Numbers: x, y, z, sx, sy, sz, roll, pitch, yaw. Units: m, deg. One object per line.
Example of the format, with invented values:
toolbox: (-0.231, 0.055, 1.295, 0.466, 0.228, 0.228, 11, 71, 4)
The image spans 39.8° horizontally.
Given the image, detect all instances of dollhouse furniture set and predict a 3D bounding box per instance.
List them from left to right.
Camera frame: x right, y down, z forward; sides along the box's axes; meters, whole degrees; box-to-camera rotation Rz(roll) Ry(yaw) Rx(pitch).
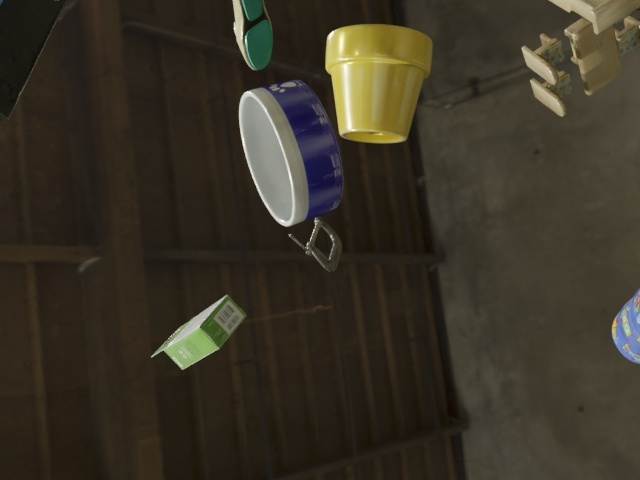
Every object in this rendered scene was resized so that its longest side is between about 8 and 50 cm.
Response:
dollhouse furniture set: (0.463, -0.338, 1.455, 0.161, 0.212, 0.242, 55, 177, 46)

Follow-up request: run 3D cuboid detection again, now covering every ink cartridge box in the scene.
ink cartridge box: (-0.419, -0.355, 1.163, 0.176, 0.069, 0.371, 45, -130, -47)
ink cartridge box: (-0.253, 0.200, 1.831, 0.062, 0.209, 0.109, 48, -134, -9)

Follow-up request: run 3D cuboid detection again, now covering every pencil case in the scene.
pencil case: (0.589, 0.124, 1.532, 0.306, 0.119, 0.133, 70, -170, -67)

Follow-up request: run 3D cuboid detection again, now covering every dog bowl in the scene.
dog bowl: (-0.059, -0.167, 1.680, 0.104, 0.265, 0.265, -19, -85, -18)

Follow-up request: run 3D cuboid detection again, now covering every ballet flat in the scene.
ballet flat: (-0.157, -0.492, 1.940, 0.248, 0.086, 0.086, 88, -160, -48)

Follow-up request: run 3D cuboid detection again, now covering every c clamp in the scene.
c clamp: (0.000, 0.000, 1.974, 0.137, 0.022, 0.161, 50, -152, -13)

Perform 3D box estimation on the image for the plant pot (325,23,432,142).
plant pot: (0.135, -0.362, 2.101, 0.254, 0.254, 0.239, 7, -95, -51)
